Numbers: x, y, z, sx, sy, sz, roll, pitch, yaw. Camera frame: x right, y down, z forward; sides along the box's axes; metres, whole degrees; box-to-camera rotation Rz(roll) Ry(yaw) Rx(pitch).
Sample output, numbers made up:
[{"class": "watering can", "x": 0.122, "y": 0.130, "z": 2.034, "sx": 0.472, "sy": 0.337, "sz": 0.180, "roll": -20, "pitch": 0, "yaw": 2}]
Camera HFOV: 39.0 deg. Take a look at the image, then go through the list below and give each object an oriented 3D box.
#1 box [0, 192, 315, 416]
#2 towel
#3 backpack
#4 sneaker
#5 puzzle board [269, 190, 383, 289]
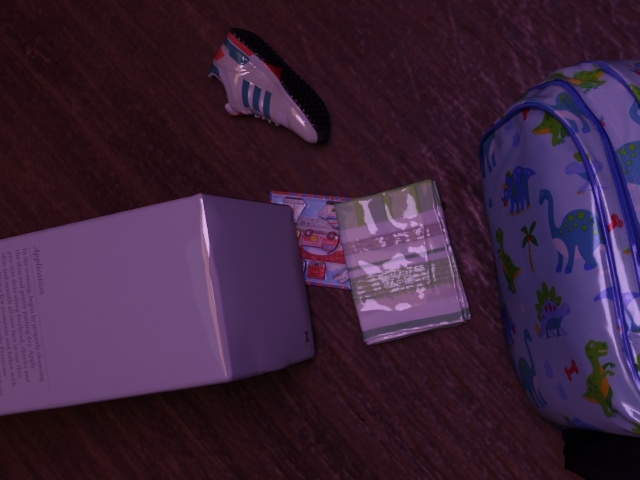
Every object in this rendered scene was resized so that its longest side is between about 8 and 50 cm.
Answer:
[{"class": "box", "x": -0.210, "y": 0.072, "z": 0.917, "sx": 0.345, "sy": 0.215, "sz": 0.168, "roll": -11, "pitch": 85, "yaw": 19}, {"class": "towel", "x": 0.081, "y": 0.022, "z": 0.923, "sx": 0.113, "sy": 0.023, "sz": 0.152, "roll": -14, "pitch": 84, "yaw": 8}, {"class": "backpack", "x": 0.264, "y": 0.025, "z": 0.741, "sx": 0.273, "sy": 0.290, "sz": 0.355, "roll": 9, "pitch": 84, "yaw": -3}, {"class": "sneaker", "x": -0.058, "y": -0.151, "z": 0.971, "sx": 0.161, "sy": 0.057, "sz": 0.075, "roll": 48, "pitch": 119, "yaw": 12}, {"class": "puzzle board", "x": 0.000, "y": 0.000, "z": 0.964, "sx": 0.128, "sy": 0.011, "sz": 0.096, "roll": 6, "pitch": 90, "yaw": 17}]
